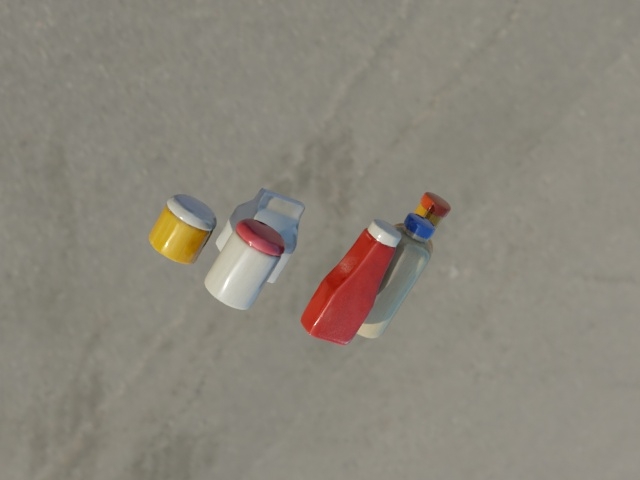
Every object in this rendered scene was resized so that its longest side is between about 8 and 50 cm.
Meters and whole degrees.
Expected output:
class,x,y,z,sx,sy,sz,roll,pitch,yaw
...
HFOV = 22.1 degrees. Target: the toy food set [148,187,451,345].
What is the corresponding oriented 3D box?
class,x,y,z,sx,sy,sz,roll,pitch,yaw
toy food set,0.000,0.000,1.208,0.232,0.111,0.104,19,112,-33
